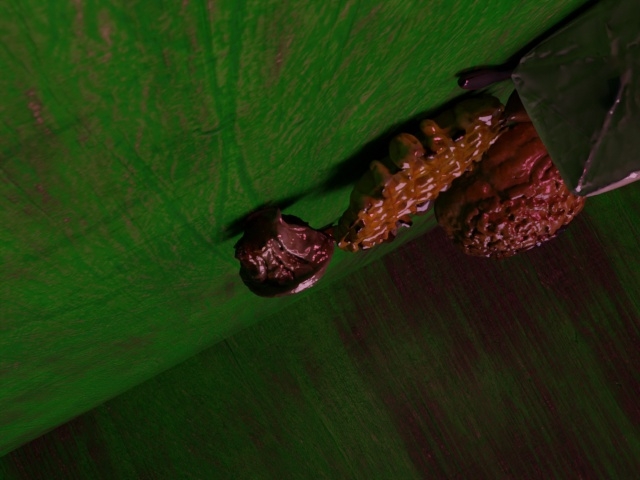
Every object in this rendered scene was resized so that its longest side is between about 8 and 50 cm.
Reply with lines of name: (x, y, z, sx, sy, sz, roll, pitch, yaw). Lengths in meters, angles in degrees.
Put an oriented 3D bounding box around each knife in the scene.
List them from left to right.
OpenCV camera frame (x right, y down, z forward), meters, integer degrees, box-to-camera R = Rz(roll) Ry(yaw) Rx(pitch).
knife: (0.226, -0.207, 1.001, 0.035, 0.018, 0.247, -37, 172, 37)

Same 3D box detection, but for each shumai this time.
shumai: (-0.059, 0.004, 1.094, 0.145, 0.146, 0.116, -29, 131, 4)

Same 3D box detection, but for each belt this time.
belt: (0.000, 0.000, 1.563, 0.083, 0.036, 0.059, -27, 180, -7)

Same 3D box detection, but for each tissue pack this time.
tissue pack: (0.460, -0.221, 1.009, 0.297, 0.207, 0.380, -31, 173, 40)

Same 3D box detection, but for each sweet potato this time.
sweet potato: (0.288, -0.193, 1.092, 0.202, 0.058, 0.055, -38, 149, -55)

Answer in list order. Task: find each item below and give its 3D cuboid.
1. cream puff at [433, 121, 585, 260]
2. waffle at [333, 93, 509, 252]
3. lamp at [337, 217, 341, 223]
cream puff: (0.400, -0.095, 1.647, 0.342, 0.231, 0.327, -23, 168, -40)
waffle: (0.133, -0.087, 1.149, 0.329, 0.062, 0.329, -37, 168, -9)
lamp: (0.085, -0.052, 1.458, 0.050, 0.056, 0.198, -22, 168, -23)
